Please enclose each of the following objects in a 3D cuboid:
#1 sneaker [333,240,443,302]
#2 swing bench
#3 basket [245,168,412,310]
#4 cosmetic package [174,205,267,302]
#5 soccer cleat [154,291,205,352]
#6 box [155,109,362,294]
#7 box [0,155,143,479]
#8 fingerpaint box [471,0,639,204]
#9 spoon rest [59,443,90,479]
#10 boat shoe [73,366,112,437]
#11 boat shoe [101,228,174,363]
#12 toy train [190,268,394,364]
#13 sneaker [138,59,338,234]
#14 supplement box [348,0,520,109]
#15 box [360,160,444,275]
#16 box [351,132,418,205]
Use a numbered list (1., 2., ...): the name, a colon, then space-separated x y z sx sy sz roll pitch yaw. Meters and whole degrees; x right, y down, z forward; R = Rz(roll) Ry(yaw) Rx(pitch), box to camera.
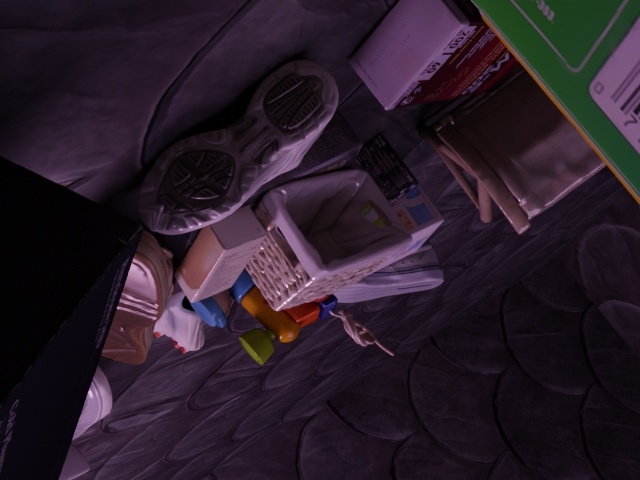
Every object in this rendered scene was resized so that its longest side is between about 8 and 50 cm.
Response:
1. sneaker: 0.092 0.051 1.779 0.258 0.091 0.094 -4 158 -24
2. swing bench: 0.283 -0.153 1.269 0.253 0.165 0.254 -37 -176 1
3. basket: 0.000 0.000 1.129 0.167 0.113 0.103 -18 159 -47
4. cosmetic package: -0.109 0.016 1.080 0.060 0.041 0.115 -21 160 -39
5. soccer cleat: -0.184 0.105 1.373 0.076 0.068 0.196 -38 163 -1
6. box: -0.078 -0.042 1.161 0.231 0.056 0.183 -28 162 -26
7. box: -0.298 0.154 0.674 0.343 0.179 0.312 -64 179 35
8. fingerpaint box: 0.193 -0.235 0.390 0.371 0.444 0.163 -29 163 -22
9. spoon rest: -0.458 0.366 1.590 0.137 0.084 0.276 -19 171 -44
10. boat shoe: -0.353 0.237 1.378 0.081 0.079 0.227 -29 168 -39
11. boat shoe: -0.209 0.043 1.082 0.302 0.109 0.098 112 -4 -63
12. toy train: -0.041 0.107 1.290 0.143 0.248 0.105 -43 168 -17
13. sneaker: -0.074 -0.077 1.004 0.232 0.090 0.115 -35 169 0
14. supplement box: 0.153 -0.218 1.088 0.239 0.073 0.130 -19 158 -50
15. box: 0.052 -0.015 1.416 0.203 0.114 0.103 -25 164 -33
16. box: 0.078 -0.088 1.306 0.067 0.083 0.018 -38 164 9
